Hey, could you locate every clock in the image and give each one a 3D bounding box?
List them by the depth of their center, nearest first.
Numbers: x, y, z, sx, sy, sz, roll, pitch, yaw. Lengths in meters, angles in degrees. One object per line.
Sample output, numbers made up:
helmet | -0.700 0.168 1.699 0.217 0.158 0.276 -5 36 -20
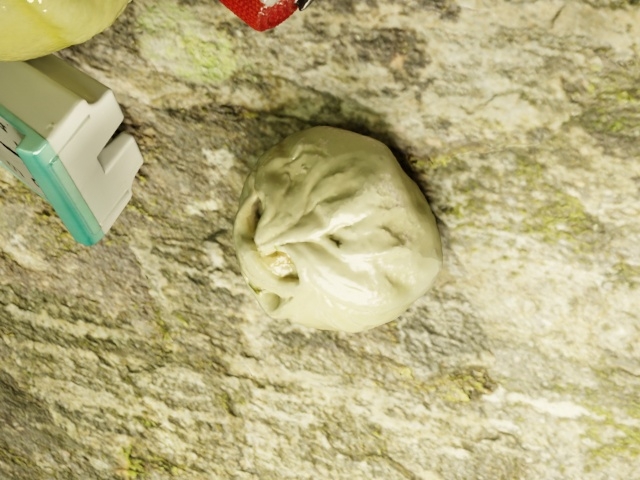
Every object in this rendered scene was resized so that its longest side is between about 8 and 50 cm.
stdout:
clock | -0.312 -0.134 1.505 0.231 0.116 0.262 36 165 16

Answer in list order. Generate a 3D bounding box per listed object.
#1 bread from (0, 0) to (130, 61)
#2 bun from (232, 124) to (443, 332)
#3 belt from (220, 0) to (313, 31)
bread | -0.300 -0.325 1.323 0.237 0.320 0.320 -11 108 31
bun | 0.000 0.000 1.421 0.231 0.133 0.231 16 122 27
belt | -0.029 -0.280 1.291 0.124 0.128 0.201 41 132 5
